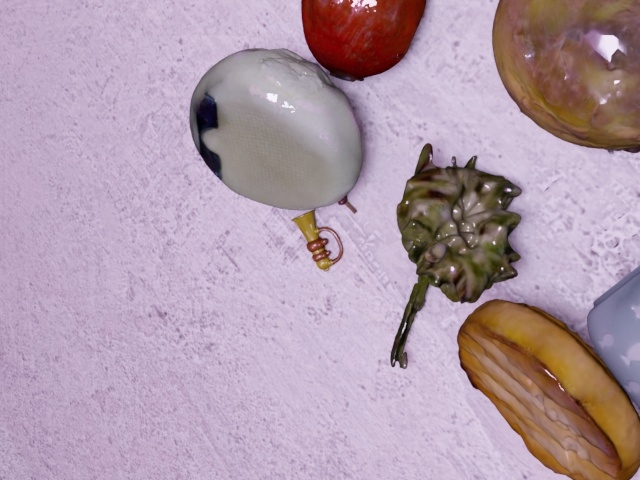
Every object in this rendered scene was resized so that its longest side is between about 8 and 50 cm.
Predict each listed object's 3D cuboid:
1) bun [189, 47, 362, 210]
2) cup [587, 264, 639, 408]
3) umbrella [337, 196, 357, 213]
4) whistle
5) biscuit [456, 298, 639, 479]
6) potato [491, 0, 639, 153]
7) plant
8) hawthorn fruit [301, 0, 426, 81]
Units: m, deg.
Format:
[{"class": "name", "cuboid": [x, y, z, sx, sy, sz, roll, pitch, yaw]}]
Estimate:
[{"class": "bun", "cuboid": [-0.055, -0.191, 1.194, 0.293, 0.187, 0.293, 18, 150, 11]}, {"class": "cup", "cuboid": [0.485, 0.092, 0.812, 0.274, 0.259, 0.357, 51, 138, 17]}, {"class": "umbrella", "cuboid": [0.002, -0.101, 1.288, 0.165, 0.025, 0.027, 44, 147, 21]}, {"class": "whistle", "cuboid": [-0.001, -0.002, 1.319, 0.109, 0.057, 0.046, 61, 174, -4]}, {"class": "biscuit", "cuboid": [0.309, 0.201, 1.023, 0.296, 0.102, 0.296, 49, 167, 15]}, {"class": "potato", "cuboid": [0.308, -0.237, 0.878, 0.288, 0.237, 0.301, 15, 111, 34]}, {"class": "plant", "cuboid": [0.147, 0.018, 1.132, 0.180, 0.251, 0.333, 25, 148, -13]}, {"class": "hawthorn fruit", "cuboid": [0.062, -0.318, 1.091, 0.185, 0.185, 0.202, 28, 135, 28]}]
